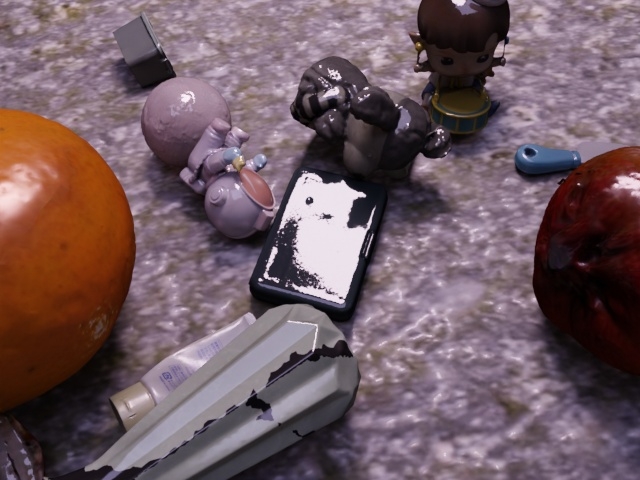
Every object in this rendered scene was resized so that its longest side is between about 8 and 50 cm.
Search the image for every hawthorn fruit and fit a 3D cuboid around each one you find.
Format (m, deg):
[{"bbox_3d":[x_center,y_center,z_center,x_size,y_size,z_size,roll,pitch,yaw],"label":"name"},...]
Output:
[{"bbox_3d":[0.426,0.035,0.815,0.311,0.295,0.295,22,60,-13],"label":"hawthorn fruit"}]

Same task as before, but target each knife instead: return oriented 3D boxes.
[{"bbox_3d":[0.434,-0.139,1.047,0.244,0.032,0.058,-4,51,-6],"label":"knife"}]

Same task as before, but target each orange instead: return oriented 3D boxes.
[{"bbox_3d":[-0.437,0.034,0.792,0.424,0.326,0.424,-2,45,2],"label":"orange"}]

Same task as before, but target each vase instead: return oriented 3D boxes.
[{"bbox_3d":[-0.125,0.219,0.754,0.360,0.165,0.165,-32,63,-23],"label":"vase"}]

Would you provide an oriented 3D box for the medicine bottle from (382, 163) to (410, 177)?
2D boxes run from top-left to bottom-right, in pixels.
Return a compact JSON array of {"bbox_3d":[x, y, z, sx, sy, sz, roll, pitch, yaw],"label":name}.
[{"bbox_3d":[0.129,-0.147,1.047,0.047,0.047,0.083,15,62,10],"label":"medicine bottle"}]

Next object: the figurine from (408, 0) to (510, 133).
[{"bbox_3d":[0.224,-0.308,1.014,0.161,0.275,0.158,-8,43,0],"label":"figurine"}]

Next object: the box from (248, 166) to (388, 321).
[{"bbox_3d":[0.000,0.000,0.964,0.160,0.050,0.230,14,61,10],"label":"box"}]

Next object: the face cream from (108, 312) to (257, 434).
[{"bbox_3d":[-0.160,0.189,0.863,0.224,0.070,0.114,-25,65,-26],"label":"face cream"}]

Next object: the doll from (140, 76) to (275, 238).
[{"bbox_3d":[-0.168,-0.121,0.999,0.151,0.151,0.287,-29,69,-14],"label":"doll"}]

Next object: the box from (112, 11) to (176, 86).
[{"bbox_3d":[-0.316,-0.338,1.157,0.069,0.084,0.122,-27,61,-5],"label":"box"}]

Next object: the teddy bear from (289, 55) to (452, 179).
[{"bbox_3d":[0.055,-0.180,0.973,0.251,0.171,0.144,40,100,36],"label":"teddy bear"}]

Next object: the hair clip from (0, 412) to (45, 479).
[{"bbox_3d":[-0.316,0.342,0.763,0.173,0.069,0.300,-30,73,-13],"label":"hair clip"}]
